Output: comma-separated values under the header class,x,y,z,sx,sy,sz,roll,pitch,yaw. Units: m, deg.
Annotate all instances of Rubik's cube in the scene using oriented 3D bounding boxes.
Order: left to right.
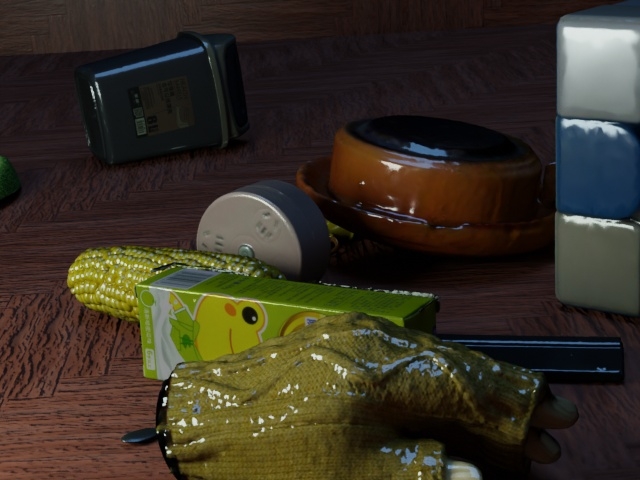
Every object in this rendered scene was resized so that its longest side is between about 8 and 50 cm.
class,x,y,z,sx,sy,sz,roll,pitch,yaw
Rubik's cube,0.493,-0.105,1.630,0.346,0.347,0.344,9,19,38

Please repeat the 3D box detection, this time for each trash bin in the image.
class,x,y,z,sx,sy,sz,roll,pitch,yaw
trash bin,-0.273,-0.252,2.524,0.290,0.209,0.182,-16,21,-21

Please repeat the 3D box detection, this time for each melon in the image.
class,x,y,z,sx,sy,sz,roll,pitch,yaw
melon,-0.544,-0.081,2.268,0.114,0.053,0.262,-11,16,1

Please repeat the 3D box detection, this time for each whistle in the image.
class,x,y,z,sx,sy,sz,roll,pitch,yaw
whistle,0.000,0.003,1.923,0.109,0.057,0.046,-29,-16,-39

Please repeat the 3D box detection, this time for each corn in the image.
class,x,y,z,sx,sy,sz,roll,pitch,yaw
corn,-0.161,0.055,1.645,0.310,0.101,0.101,8,20,28

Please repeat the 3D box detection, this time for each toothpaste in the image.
class,x,y,z,sx,sy,sz,roll,pitch,yaw
toothpaste,-0.038,0.099,1.454,0.327,0.110,0.077,6,17,29

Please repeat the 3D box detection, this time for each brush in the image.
class,x,y,z,sx,sy,sz,roll,pitch,yaw
brush,-0.155,0.182,1.374,0.083,0.008,0.024,-15,19,-36

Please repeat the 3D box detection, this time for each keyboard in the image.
class,x,y,z,sx,sy,sz,roll,pitch,yaw
keyboard,0.162,0.121,1.502,0.310,0.018,0.101,0,18,11

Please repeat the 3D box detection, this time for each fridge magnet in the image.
class,x,y,z,sx,sy,sz,roll,pitch,yaw
fridge magnet,0.148,-0.072,1.892,0.363,0.155,0.363,6,17,-2

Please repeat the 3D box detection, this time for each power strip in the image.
class,x,y,z,sx,sy,sz,roll,pitch,yaw
power strip,-0.067,0.009,1.702,0.154,0.154,0.078,7,16,30

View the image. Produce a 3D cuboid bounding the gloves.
class,x,y,z,sx,sy,sz,roll,pitch,yaw
gloves,0.038,0.147,1.205,0.356,0.155,0.203,2,21,6
